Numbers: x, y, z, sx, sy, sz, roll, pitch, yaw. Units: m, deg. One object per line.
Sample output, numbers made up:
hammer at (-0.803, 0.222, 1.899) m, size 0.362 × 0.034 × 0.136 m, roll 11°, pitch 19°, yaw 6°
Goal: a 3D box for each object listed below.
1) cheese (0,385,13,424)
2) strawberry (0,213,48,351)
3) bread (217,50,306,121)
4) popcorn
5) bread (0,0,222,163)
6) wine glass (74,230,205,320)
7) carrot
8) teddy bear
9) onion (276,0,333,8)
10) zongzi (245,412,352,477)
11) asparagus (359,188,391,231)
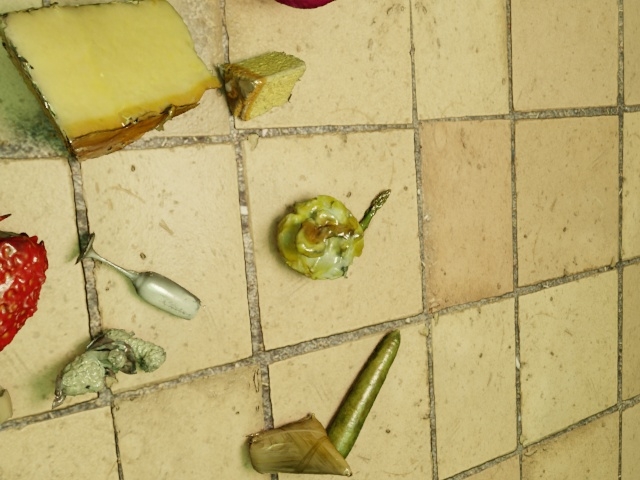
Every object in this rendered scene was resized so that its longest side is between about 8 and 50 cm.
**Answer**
cheese at (-0.660, 0.364, 0.965) m, size 0.163 × 0.082 × 0.287 m, roll 31°, pitch 85°, yaw -25°
strawberry at (-0.568, 0.071, 0.879) m, size 0.261 × 0.261 × 0.258 m, roll 25°, pitch 76°, yaw -28°
bread at (-0.111, -0.313, 1.139) m, size 0.147 × 0.152 × 0.127 m, roll -26°, pitch 116°, yaw -25°
popcorn at (0.000, 0.000, 1.211) m, size 0.197 × 0.212 × 0.198 m, roll 0°, pitch 86°, yaw 4°
bread at (-0.340, -0.291, 0.955) m, size 0.315 × 0.279 × 0.249 m, roll -32°, pitch 103°, yaw -9°
wine glass at (-0.345, 0.081, 1.104) m, size 0.262 × 0.074 × 0.074 m, roll 36°, pitch 79°, yaw -27°
carrot at (0.108, 0.375, 1.380) m, size 0.074 × 0.074 × 0.359 m, roll 37°, pitch 78°, yaw -27°
teddy bear at (-0.403, 0.221, 1.057) m, size 0.213 × 0.133 × 0.111 m, roll -14°, pitch 76°, yaw -35°
onion at (0.037, -0.610, 1.083) m, size 0.420 × 0.398 × 0.399 m, roll 24°, pitch 84°, yaw -52°
zongzi at (-0.047, 0.478, 1.238) m, size 0.194 × 0.197 × 0.099 m, roll -10°, pitch 110°, yaw -24°
asparagus at (0.098, -0.030, 1.345) m, size 0.027 × 0.034 × 0.236 m, roll 39°, pitch 76°, yaw -18°
